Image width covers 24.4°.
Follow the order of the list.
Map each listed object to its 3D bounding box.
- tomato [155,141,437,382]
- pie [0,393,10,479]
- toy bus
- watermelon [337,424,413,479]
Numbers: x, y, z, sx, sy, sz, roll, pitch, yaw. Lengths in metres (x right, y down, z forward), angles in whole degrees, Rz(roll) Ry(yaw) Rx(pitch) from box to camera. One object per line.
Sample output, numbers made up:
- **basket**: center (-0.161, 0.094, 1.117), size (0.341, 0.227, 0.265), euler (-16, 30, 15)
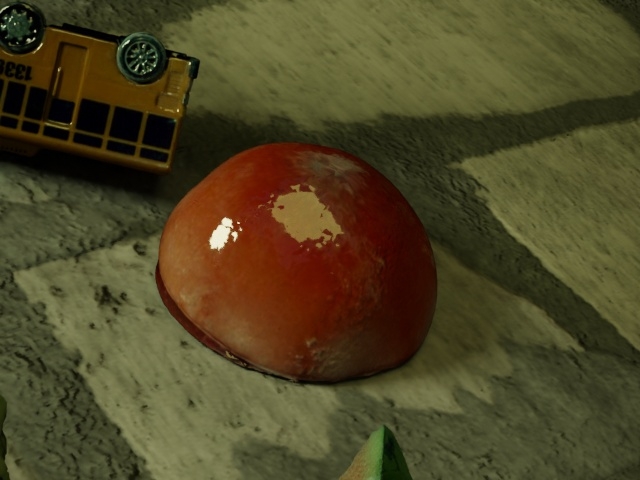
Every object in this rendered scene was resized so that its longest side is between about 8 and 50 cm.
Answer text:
- **tomato**: center (0.000, 0.000, 1.085), size (0.199, 0.112, 0.228), euler (36, 41, 18)
- **pie**: center (-0.334, 0.091, 0.535), size (0.395, 0.180, 0.418), euler (-35, 89, -8)
- **toy bus**: center (-0.203, -0.119, 1.132), size (0.201, 0.114, 0.098), euler (13, 6, -11)
- **watermelon**: center (0.026, 0.206, 0.879), size (0.101, 0.080, 0.155), euler (51, 27, -19)
